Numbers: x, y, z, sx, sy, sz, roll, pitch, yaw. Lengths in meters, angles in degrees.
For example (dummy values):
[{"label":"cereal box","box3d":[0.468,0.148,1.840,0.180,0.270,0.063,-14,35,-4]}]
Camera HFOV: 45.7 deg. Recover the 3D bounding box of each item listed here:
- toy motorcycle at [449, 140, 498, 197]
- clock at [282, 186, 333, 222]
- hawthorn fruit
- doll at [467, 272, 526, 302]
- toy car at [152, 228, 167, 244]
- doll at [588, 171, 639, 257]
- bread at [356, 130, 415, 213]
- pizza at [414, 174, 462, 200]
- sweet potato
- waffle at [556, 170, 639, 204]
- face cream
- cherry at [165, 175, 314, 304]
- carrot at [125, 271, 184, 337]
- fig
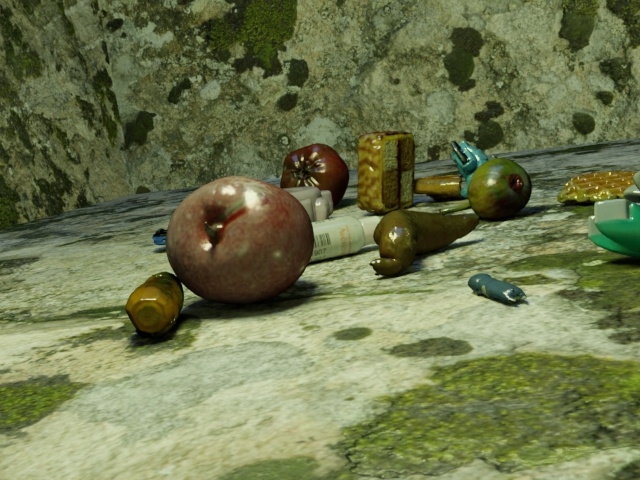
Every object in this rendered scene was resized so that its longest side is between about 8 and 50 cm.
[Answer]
[{"label":"toy motorcycle","box3d":[0.416,-0.176,1.973,0.123,0.182,0.272,-37,-12,20]},{"label":"clock","box3d":[-0.121,-0.067,1.927,0.295,0.113,0.322,-5,9,20]},{"label":"hawthorn fruit","box3d":[0.002,-0.180,2.265,0.208,0.208,0.248,-2,-8,32]},{"label":"doll","box3d":[0.249,0.069,1.075,0.037,0.027,0.125,-12,13,-16]},{"label":"toy car","box3d":[-0.344,-0.020,1.983,0.103,0.063,0.216,-2,17,37]},{"label":"doll","box3d":[0.540,-0.040,1.154,0.258,0.153,0.195,14,-25,-14]},{"label":"bread","box3d":[0.180,-0.184,2.036,0.096,0.222,0.181,6,8,44]},{"label":"pizza","box3d":[0.351,-0.149,2.136,0.154,0.069,0.194,-2,5,33]},{"label":"sweet potato","box3d":[0.167,-0.010,1.399,0.124,0.098,0.310,24,25,32]},{"label":"waffle","box3d":[0.679,-0.118,1.740,0.238,0.059,0.243,4,18,41]},{"label":"face cream","box3d":[0.000,0.000,1.520,0.269,0.082,0.082,-12,10,-17]},{"label":"cherry","box3d":[-0.131,0.003,1.243,0.236,0.213,0.285,19,-1,18]},{"label":"carrot","box3d":[-0.253,0.098,1.171,0.082,0.082,0.173,-9,9,-6]},{"label":"fig","box3d":[0.372,-0.096,1.754,0.149,0.149,0.245,-14,-8,-31]}]
